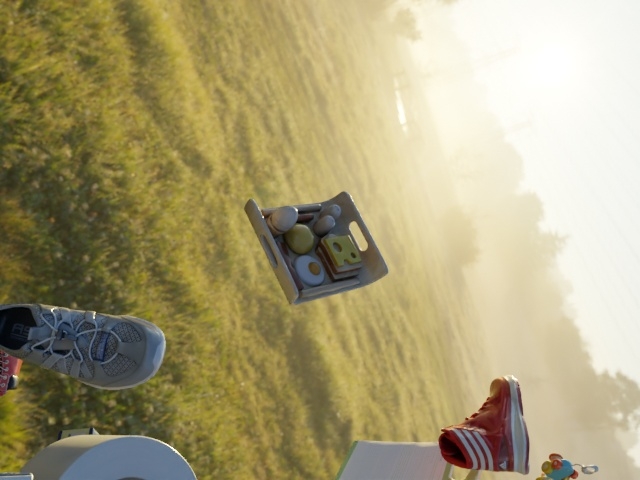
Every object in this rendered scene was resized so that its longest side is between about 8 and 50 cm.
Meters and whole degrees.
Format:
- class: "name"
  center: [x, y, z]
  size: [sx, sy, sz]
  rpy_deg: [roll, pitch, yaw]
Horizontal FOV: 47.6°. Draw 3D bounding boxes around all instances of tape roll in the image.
- class: "tape roll"
  center: [-0.314, 0.405, 1.043]
  size: [0.246, 0.169, 0.246]
  rpy_deg: [12, 71, -39]

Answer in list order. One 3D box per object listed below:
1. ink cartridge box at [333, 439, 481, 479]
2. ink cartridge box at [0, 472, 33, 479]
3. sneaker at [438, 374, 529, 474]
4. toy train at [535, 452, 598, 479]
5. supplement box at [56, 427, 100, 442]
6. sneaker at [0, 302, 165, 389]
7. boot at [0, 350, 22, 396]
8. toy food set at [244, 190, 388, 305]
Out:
- class: "ink cartridge box"
  center: [0.144, 0.384, 1.165]
  size: [0.171, 0.235, 0.056]
  rpy_deg: [-39, 122, -66]
- class: "ink cartridge box"
  center: [-0.284, 0.274, 0.525]
  size: [0.128, 0.127, 0.176]
  rpy_deg: [-115, -141, -48]
- class: "sneaker"
  center: [0.244, 0.272, 1.112]
  size: [0.221, 0.128, 0.087]
  rpy_deg: [-64, 151, -74]
- class: "toy train"
  center: [0.495, 0.480, 1.460]
  size: [0.046, 0.125, 0.166]
  rpy_deg: [-81, 170, -48]
- class: "supplement box"
  center: [-0.555, 0.480, 1.656]
  size: [0.056, 0.083, 0.083]
  rpy_deg: [76, 10, -49]
- class: "sneaker"
  center: [-0.350, 0.143, 0.995]
  size: [0.115, 0.281, 0.105]
  rpy_deg: [44, 51, -69]
- class: "boot"
  center: [-0.709, 0.246, 1.590]
  size: [0.244, 0.088, 0.176]
  rpy_deg: [89, 8, -65]
- class: "toy food set"
  center: [0.000, 0.000, 1.510]
  size: [0.306, 0.092, 0.220]
  rpy_deg: [-9, 67, -48]
